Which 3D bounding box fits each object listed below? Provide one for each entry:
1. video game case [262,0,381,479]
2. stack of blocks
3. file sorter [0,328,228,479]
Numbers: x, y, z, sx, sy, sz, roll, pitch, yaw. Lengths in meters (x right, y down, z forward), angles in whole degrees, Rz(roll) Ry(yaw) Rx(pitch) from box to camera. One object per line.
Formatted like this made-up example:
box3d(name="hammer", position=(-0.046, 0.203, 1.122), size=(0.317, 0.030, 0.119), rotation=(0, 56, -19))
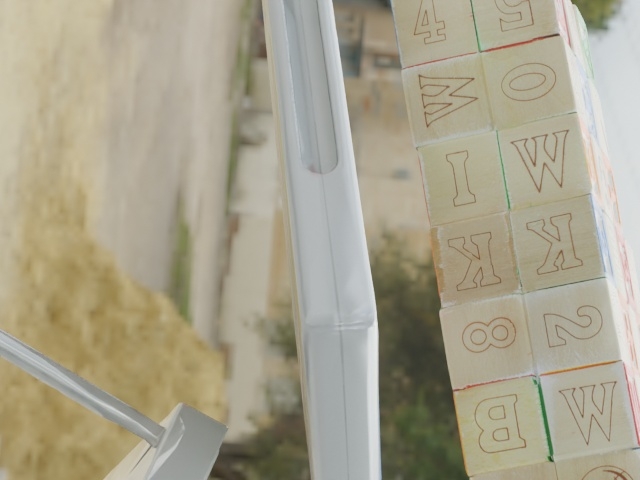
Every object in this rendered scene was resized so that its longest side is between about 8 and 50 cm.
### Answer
box3d(name="video game case", position=(0.000, 0.000, 0.607), size=(0.212, 0.023, 0.193), rotation=(87, -3, -57))
box3d(name="stack of blocks", position=(0.120, 0.019, 0.956), size=(0.171, 0.087, 0.297), rotation=(31, 49, -71))
box3d(name="file sorter", position=(-0.186, 0.160, 0.548), size=(0.193, 0.173, 0.278), rotation=(-47, -165, 54))
